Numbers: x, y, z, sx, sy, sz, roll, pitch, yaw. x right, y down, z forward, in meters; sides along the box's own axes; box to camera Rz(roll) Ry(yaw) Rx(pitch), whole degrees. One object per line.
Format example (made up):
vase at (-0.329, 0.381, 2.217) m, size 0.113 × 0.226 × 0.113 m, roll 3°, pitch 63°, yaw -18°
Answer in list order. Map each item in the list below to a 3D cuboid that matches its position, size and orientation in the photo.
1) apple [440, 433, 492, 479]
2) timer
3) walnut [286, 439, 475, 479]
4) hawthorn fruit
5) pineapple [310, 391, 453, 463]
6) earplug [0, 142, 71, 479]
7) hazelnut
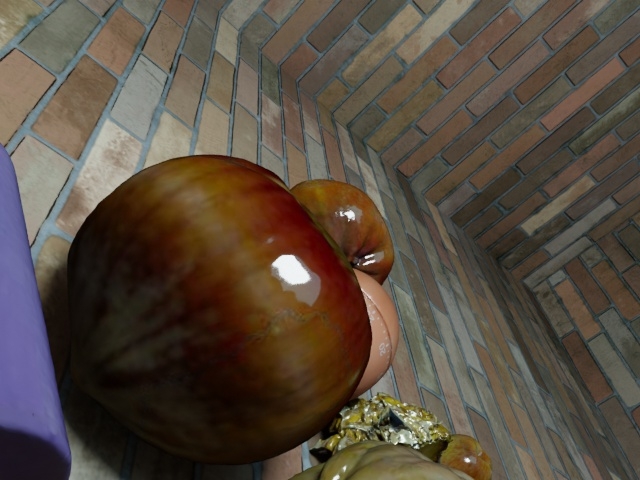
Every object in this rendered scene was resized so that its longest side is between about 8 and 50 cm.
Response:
apple at (0.282, 0.450, 1.242) m, size 0.126 × 0.102 × 0.126 m, roll 39°, pitch 22°, yaw -20°
timer at (0.014, 0.158, 1.052) m, size 0.215 × 0.229 × 0.230 m, roll -24°, pitch 73°, yaw -47°
walnut at (0.094, 0.396, 0.707) m, size 0.344 × 0.306 × 0.306 m, roll 36°, pitch 24°, yaw -35°
hawthorn fruit at (0.000, 0.000, 1.275) m, size 0.277 × 0.277 × 0.298 m, roll 39°, pitch 13°, yaw -23°
pineapple at (0.119, 0.321, 1.073) m, size 0.334 × 0.158 × 0.161 m, roll 26°, pitch 30°, yaw -43°
earplug at (-0.369, 0.040, 0.581) m, size 0.215 × 0.215 × 0.456 m, roll 26°, pitch 27°, yaw -44°
hazelnut at (-0.129, 0.076, 0.788) m, size 0.409 × 0.359 × 0.359 m, roll 45°, pitch 20°, yaw 14°
